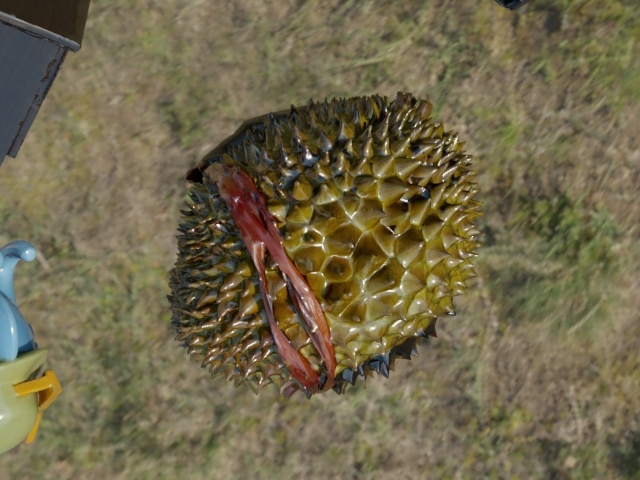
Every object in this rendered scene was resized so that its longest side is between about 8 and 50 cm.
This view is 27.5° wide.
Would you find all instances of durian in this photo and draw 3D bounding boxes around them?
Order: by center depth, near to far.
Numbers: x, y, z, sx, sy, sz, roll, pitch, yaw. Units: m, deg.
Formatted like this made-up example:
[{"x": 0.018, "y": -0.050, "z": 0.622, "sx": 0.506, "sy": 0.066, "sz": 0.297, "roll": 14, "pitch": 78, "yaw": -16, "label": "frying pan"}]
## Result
[{"x": -0.001, "y": -0.001, "z": 1.427, "sx": 0.347, "sy": 0.347, "sz": 0.384, "roll": 38, "pitch": 92, "yaw": 8, "label": "durian"}]

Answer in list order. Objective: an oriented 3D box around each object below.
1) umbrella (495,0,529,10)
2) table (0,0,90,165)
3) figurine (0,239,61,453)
[{"x": 0.206, "y": -0.309, "z": 1.259, "sx": 0.110, "sy": 0.272, "sz": 0.122, "roll": 22, "pitch": 130, "yaw": 35, "label": "umbrella"}, {"x": -0.293, "y": -0.181, "z": 1.073, "sx": 0.172, "sy": 0.169, "sz": 0.193, "roll": 21, "pitch": 136, "yaw": -21, "label": "table"}, {"x": -0.343, "y": 0.078, "z": 1.217, "sx": 0.180, "sy": 0.154, "sz": 0.262, "roll": -29, "pitch": 77, "yaw": 15, "label": "figurine"}]
